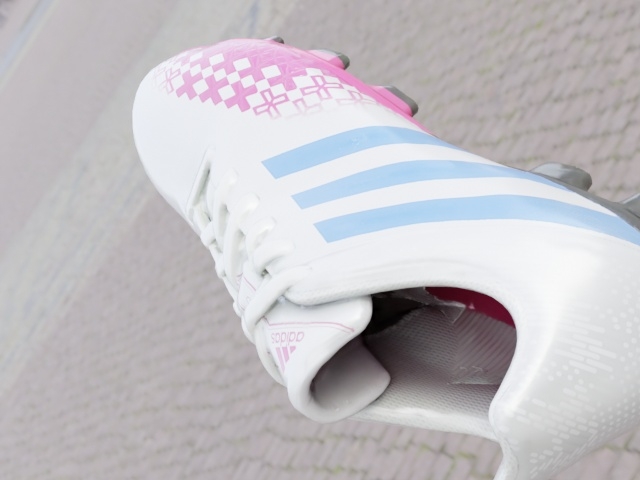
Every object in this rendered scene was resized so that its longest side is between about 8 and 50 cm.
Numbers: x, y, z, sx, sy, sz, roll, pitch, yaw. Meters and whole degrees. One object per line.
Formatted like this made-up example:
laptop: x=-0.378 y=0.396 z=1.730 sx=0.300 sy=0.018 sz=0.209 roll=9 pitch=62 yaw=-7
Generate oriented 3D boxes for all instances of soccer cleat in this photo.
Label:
soccer cleat: x=0.000 y=0.000 z=0.620 sx=0.331 sy=0.116 sz=0.143 roll=23 pitch=49 yaw=40
